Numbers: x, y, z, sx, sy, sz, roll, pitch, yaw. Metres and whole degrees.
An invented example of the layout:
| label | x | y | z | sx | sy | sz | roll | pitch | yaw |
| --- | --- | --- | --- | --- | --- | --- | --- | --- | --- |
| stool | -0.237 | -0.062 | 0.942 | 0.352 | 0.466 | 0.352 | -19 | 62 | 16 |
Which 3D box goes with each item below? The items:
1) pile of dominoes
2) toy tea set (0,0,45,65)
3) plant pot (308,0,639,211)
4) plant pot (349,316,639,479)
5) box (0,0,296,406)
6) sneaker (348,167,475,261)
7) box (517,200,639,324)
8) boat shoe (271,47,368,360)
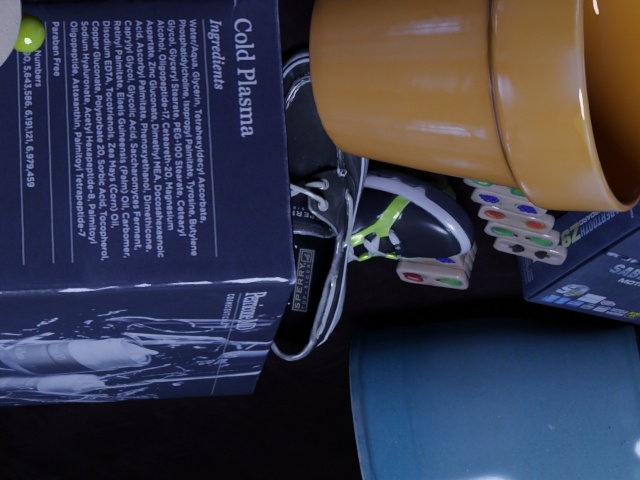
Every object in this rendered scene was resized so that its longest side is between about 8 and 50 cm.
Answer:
| label | x | y | z | sx | sy | sz | roll | pitch | yaw |
| --- | --- | --- | --- | --- | --- | --- | --- | --- | --- |
| pile of dominoes | 0.077 | -0.027 | 1.423 | 0.196 | 0.040 | 0.251 | 8 | 160 | 19 |
| toy tea set | -0.275 | -0.214 | 0.911 | 0.336 | 0.124 | 0.200 | 19 | 112 | -8 |
| plant pot | 0.102 | -0.119 | 1.175 | 0.188 | 0.205 | 0.205 | 0 | 157 | 24 |
| plant pot | 0.183 | 0.188 | 1.695 | 0.255 | 0.272 | 0.272 | -12 | 153 | 9 |
| box | -0.187 | -0.010 | 1.165 | 0.312 | 0.179 | 0.343 | -3 | 165 | -7 |
| sneaker | 0.000 | 0.000 | 1.393 | 0.234 | 0.097 | 0.084 | 10 | 154 | 23 |
| box | 0.315 | 0.011 | 1.606 | 0.232 | 0.059 | 0.183 | 12 | 147 | -32 |
| boat shoe | -0.008 | -0.024 | 1.307 | 0.077 | 0.219 | 0.070 | 3 | -168 | 8 |
